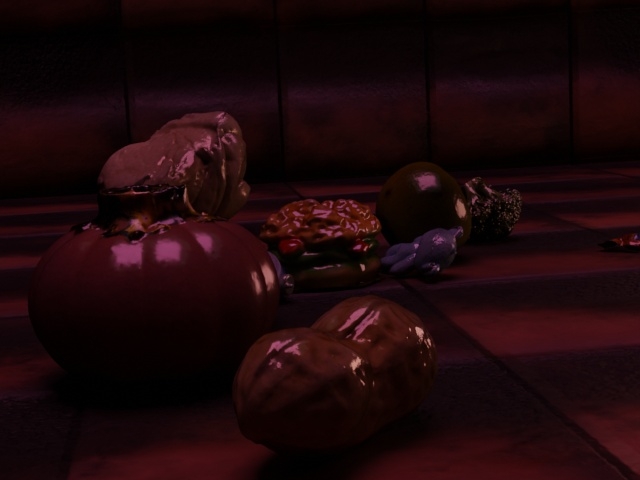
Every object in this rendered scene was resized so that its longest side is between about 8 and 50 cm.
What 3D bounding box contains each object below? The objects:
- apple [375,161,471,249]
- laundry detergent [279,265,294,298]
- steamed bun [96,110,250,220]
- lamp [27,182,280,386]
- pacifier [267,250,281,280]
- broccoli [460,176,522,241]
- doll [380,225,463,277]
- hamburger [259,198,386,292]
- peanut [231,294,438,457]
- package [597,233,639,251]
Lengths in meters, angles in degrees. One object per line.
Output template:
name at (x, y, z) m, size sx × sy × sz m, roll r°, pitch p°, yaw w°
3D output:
apple at (0.192, -0.050, 2.157) m, size 0.157 × 0.196 × 0.196 m, roll -34°, pitch 15°, yaw -9°
laundry detergent at (-0.128, 0.066, 1.880) m, size 0.206 × 0.061 × 0.097 m, roll 2°, pitch 8°, yaw 30°
steamed bun at (-0.327, -0.135, 2.675) m, size 0.372 × 0.230 × 0.325 m, roll -33°, pitch 36°, yaw -3°
lamp at (-0.203, 0.049, 1.401) m, size 0.305 × 0.239 × 0.305 m, roll -3°, pitch 9°, yaw 1°
pacifier at (-0.204, 0.032, 1.664) m, size 0.279 × 0.207 × 0.227 m, roll 1°, pitch 27°, yaw 27°
broccoli at (0.338, -0.061, 2.366) m, size 0.162 × 0.138 × 0.146 m, roll -29°, pitch -8°, yaw -43°
doll at (0.176, 0.034, 2.023) m, size 0.180 × 0.075 × 0.120 m, roll -25°, pitch 26°, yaw 56°
hamburger at (0.000, 0.000, 1.995) m, size 0.237 × 0.148 × 0.237 m, roll -1°, pitch 8°, yaw 0°
peanut at (0.016, 0.130, 1.110) m, size 0.147 × 0.147 × 0.305 m, roll 3°, pitch 12°, yaw 33°
package at (0.584, 0.002, 2.168) m, size 0.111 × 0.033 × 0.077 m, roll -1°, pitch 17°, yaw 45°
